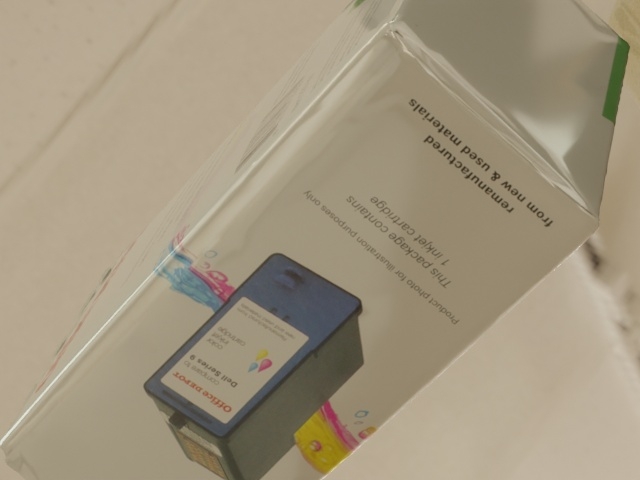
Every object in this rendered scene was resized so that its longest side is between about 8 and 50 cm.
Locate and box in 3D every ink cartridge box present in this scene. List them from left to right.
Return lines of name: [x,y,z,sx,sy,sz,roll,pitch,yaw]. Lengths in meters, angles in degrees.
ink cartridge box: [0.000,0.000,0.656,0.212,0.093,0.154,-44,11,27]

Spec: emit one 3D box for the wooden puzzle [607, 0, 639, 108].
wooden puzzle: [0.304,-0.147,0.874,0.348,0.322,0.080,-31,-64,9]
